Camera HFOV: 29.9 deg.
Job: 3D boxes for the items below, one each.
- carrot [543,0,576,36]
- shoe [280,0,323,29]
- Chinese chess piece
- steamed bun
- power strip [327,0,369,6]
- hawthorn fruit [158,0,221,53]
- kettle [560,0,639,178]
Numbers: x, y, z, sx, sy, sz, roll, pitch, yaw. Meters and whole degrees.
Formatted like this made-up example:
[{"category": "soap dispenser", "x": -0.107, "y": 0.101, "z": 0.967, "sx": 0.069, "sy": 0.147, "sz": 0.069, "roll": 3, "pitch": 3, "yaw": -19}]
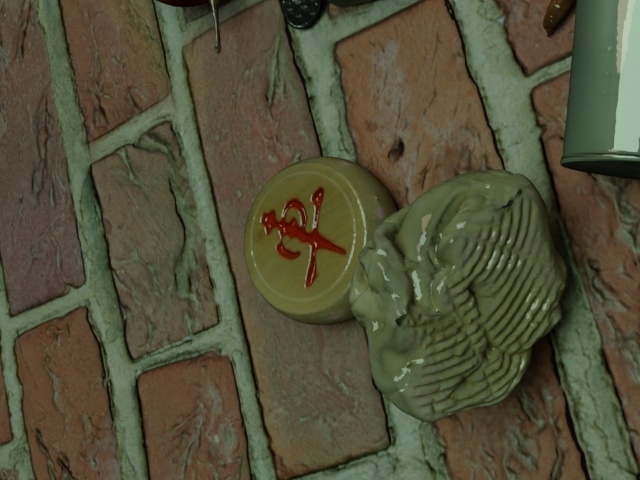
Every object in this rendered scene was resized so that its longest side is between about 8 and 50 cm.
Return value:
[{"category": "carrot", "x": 0.351, "y": -0.373, "z": 1.593, "sx": 0.057, "sy": 0.057, "sz": 0.224, "roll": 40, "pitch": 111, "yaw": 32}, {"category": "shoe", "x": -0.028, "y": -0.423, "z": 1.872, "sx": 0.071, "sy": 0.049, "sz": 0.179, "roll": -2, "pitch": 106, "yaw": 25}, {"category": "Chinese chess piece", "x": 0.000, "y": 0.000, "z": 1.773, "sx": 0.250, "sy": 0.097, "sz": 0.251, "roll": -4, "pitch": 83, "yaw": 35}, {"category": "steamed bun", "x": 0.168, "y": 0.064, "z": 1.560, "sx": 0.320, "sy": 0.275, "sz": 0.206, "roll": -44, "pitch": 27, "yaw": -7}, {"category": "power strip", "x": 0.042, "y": -0.477, "z": 1.774, "sx": 0.139, "sy": 0.140, "sz": 0.224, "roll": -5, "pitch": 80, "yaw": 36}, {"category": "hawthorn fruit", "x": -0.217, "y": -0.492, "z": 1.931, "sx": 0.235, "sy": 0.263, "sz": 0.231, "roll": -52, "pitch": 24, "yaw": 8}, {"category": "kettle", "x": 0.429, "y": -0.232, "z": 1.434, "sx": 0.265, "sy": 0.205, "sz": 0.318, "roll": 7, "pitch": 88, "yaw": 14}]
